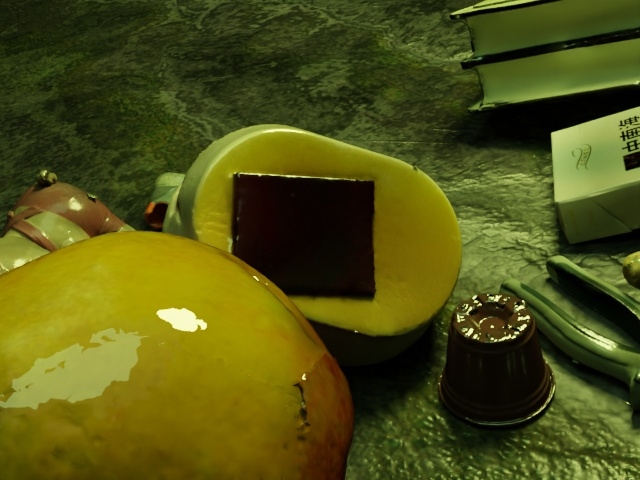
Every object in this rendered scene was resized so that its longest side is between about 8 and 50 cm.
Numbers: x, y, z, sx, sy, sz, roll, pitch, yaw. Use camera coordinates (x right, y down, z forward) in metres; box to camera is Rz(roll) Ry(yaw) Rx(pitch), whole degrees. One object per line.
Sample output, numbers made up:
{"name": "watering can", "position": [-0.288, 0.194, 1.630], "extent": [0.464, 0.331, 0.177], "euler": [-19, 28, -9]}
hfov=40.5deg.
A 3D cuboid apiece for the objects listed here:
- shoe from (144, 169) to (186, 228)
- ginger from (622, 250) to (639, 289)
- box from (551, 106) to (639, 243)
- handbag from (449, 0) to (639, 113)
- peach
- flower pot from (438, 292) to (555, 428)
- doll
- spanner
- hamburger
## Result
{"name": "shoe", "position": [-0.146, -0.043, 1.131], "extent": [0.194, 0.074, 0.077], "euler": [5, 51, 30]}
{"name": "ginger", "position": [0.353, 0.059, 0.755], "extent": [0.193, 0.176, 0.052], "euler": [39, 87, 20]}
{"name": "box", "position": [0.382, -0.091, 0.959], "extent": [0.242, 0.067, 0.155], "euler": [-15, 32, 24]}
{"name": "handbag", "position": [0.379, -0.274, 1.129], "extent": [0.358, 0.160, 0.236], "euler": [-4, 23, 34]}
{"name": "peach", "position": [-0.150, 0.158, 0.657], "extent": [0.372, 0.290, 0.373], "euler": [-6, 37, 5]}
{"name": "flower pot", "position": [0.157, 0.102, 0.795], "extent": [0.111, 0.089, 0.111], "euler": [-10, 36, 7]}
{"name": "doll", "position": [-0.344, 0.047, 1.004], "extent": [0.152, 0.196, 0.256], "euler": [37, 45, 3]}
{"name": "spanner", "position": [0.291, 0.103, 0.789], "extent": [0.095, 0.040, 0.325], "euler": [-26, 35, -17]}
{"name": "hamburger", "position": [-0.006, 0.005, 0.868], "extent": [0.295, 0.151, 0.227], "euler": [19, 73, -15]}
